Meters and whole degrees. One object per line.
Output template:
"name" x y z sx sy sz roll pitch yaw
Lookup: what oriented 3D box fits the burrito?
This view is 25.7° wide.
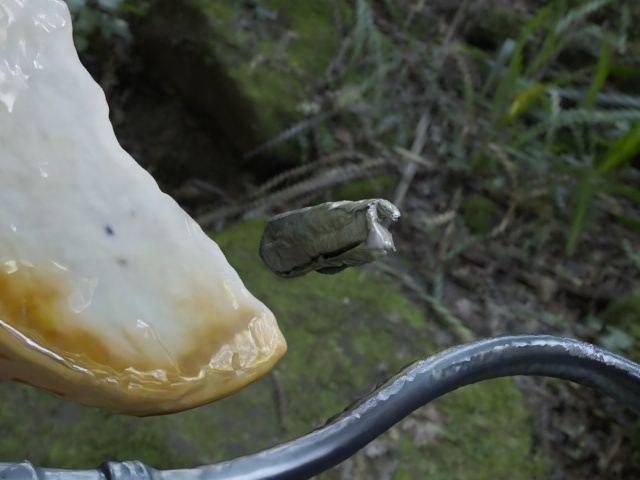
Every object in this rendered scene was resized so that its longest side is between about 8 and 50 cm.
"burrito" 0.001 0.000 1.134 0.045 0.058 0.188 -6 -3 -35

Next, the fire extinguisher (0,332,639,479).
"fire extinguisher" 0.055 0.108 0.442 0.376 0.113 0.200 5 66 -30

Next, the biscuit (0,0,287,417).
"biscuit" -0.148 -0.041 0.634 0.309 0.040 0.204 56 29 2
